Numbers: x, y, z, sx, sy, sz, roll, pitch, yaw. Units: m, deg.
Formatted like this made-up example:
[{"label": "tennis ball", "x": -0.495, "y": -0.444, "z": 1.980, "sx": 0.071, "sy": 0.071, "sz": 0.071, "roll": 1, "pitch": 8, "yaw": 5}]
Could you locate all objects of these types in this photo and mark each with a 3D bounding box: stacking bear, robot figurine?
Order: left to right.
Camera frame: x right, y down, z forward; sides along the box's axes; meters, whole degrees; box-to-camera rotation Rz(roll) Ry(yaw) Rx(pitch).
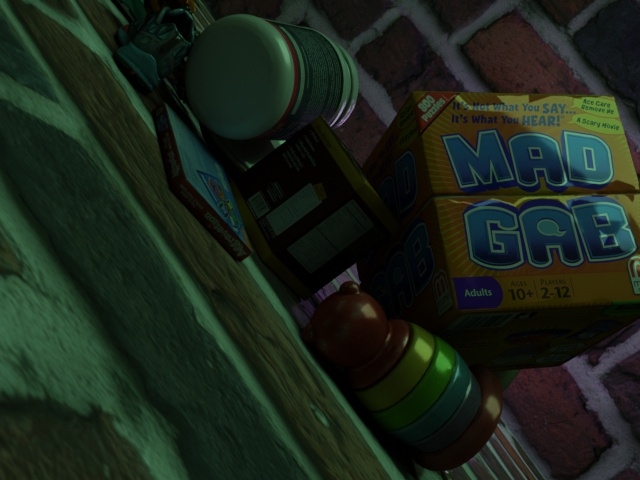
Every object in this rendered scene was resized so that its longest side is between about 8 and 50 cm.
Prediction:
[{"label": "robot figurine", "x": -0.233, "y": -0.348, "z": 1.771, "sx": 0.291, "sy": 0.085, "sz": 0.211, "roll": 59, "pitch": -20, "yaw": 28}, {"label": "stacking bear", "x": 0.104, "y": 0.179, "z": 1.429, "sx": 0.289, "sy": 0.175, "sz": 0.164, "roll": 42, "pitch": 2, "yaw": -17}]

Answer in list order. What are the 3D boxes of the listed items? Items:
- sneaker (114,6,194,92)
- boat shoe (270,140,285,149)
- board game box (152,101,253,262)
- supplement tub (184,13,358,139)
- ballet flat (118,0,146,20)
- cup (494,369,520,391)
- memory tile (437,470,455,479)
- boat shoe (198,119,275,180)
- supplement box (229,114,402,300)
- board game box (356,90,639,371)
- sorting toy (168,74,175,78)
[{"label": "sneaker", "x": -0.247, "y": -0.313, "z": 1.617, "sx": 0.104, "sy": 0.125, "sz": 0.262, "roll": 51, "pitch": 7, "yaw": -25}, {"label": "boat shoe", "x": -0.064, "y": -0.156, "z": 2.030, "sx": 0.156, "sy": 0.136, "sz": 0.367, "roll": 37, "pitch": -12, "yaw": 36}, {"label": "board game box", "x": -0.168, "y": -0.088, "z": 1.417, "sx": 0.145, "sy": 0.027, "sz": 0.281, "roll": 48, "pitch": 8, "yaw": -29}, {"label": "supplement tub", "x": -0.072, "y": -0.256, "z": 1.647, "sx": 0.191, "sy": 0.191, "sz": 0.272, "roll": 55, "pitch": 26, "yaw": 14}, {"label": "ballet flat", "x": -0.343, "y": -0.465, "z": 1.924, "sx": 0.247, "sy": 0.087, "sz": 0.083, "roll": 51, "pitch": 7, "yaw": -21}, {"label": "cup", "x": 0.253, "y": 0.189, "z": 1.929, "sx": 0.331, "sy": 0.331, "sz": 0.237, "roll": 51, "pitch": 32, "yaw": -24}, {"label": "memory tile", "x": 0.186, "y": 0.348, "z": 1.698, "sx": 0.113, "sy": 0.012, "sz": 0.148, "roll": 52, "pitch": 7, "yaw": -10}, {"label": "boat shoe", "x": -0.103, "y": -0.110, "z": 1.772, "sx": 0.335, "sy": 0.095, "sz": 0.112, "roll": 39, "pitch": 47, "yaw": -30}, {"label": "supplement box", "x": -0.013, "y": -0.053, "z": 1.590, "sx": 0.129, "sy": 0.194, "sz": 0.191, "roll": 48, "pitch": 9, "yaw": -45}, {"label": "board game box", "x": 0.281, "y": 0.001, "z": 1.669, "sx": 0.356, "sy": 0.357, "sz": 0.356, "roll": 124, "pitch": -40, "yaw": -61}, {"label": "sorting toy", "x": -0.191, "y": -0.314, "z": 1.954, "sx": 0.208, "sy": 0.038, "sz": 0.193, "roll": 8, "pitch": 17, "yaw": -3}]
